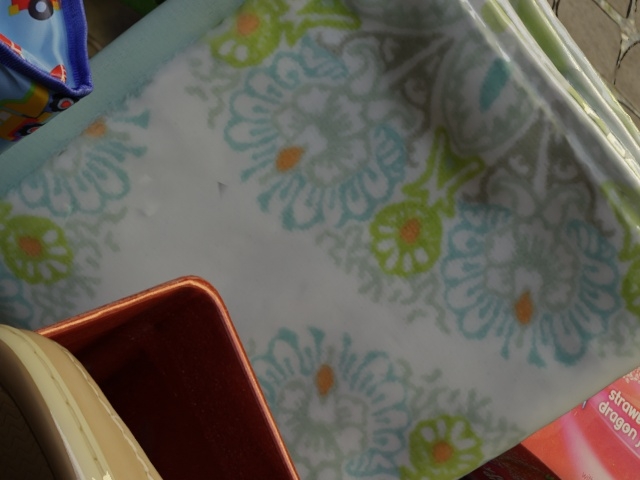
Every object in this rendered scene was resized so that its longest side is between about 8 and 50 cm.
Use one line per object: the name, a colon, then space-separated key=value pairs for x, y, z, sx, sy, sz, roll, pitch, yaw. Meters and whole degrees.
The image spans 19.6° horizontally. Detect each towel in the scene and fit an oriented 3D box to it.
towel: x=0.000 y=0.000 z=1.040 sx=0.320 sy=0.374 sz=0.090 roll=53 pitch=18 yaw=-9

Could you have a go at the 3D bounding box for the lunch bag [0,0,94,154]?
lunch bag: x=-0.235 y=-0.181 z=0.994 sx=0.138 sy=0.221 sz=0.293 roll=18 pitch=59 yaw=-38

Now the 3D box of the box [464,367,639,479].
box: x=0.098 y=0.044 z=1.231 sx=0.300 sy=0.142 sz=0.154 roll=41 pitch=70 yaw=-23

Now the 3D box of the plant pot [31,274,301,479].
plant pot: x=-0.160 y=0.205 z=0.868 sx=0.267 sy=0.236 sz=0.267 roll=-20 pitch=84 yaw=-47

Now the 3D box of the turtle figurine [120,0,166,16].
turtle figurine: x=-0.048 y=-0.215 z=1.234 sx=0.266 sy=0.198 sz=0.274 roll=-37 pitch=95 yaw=-31

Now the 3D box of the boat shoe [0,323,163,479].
boat shoe: x=-0.062 y=0.182 z=0.723 sx=0.110 sy=0.122 sz=0.341 roll=-31 pitch=103 yaw=-52
